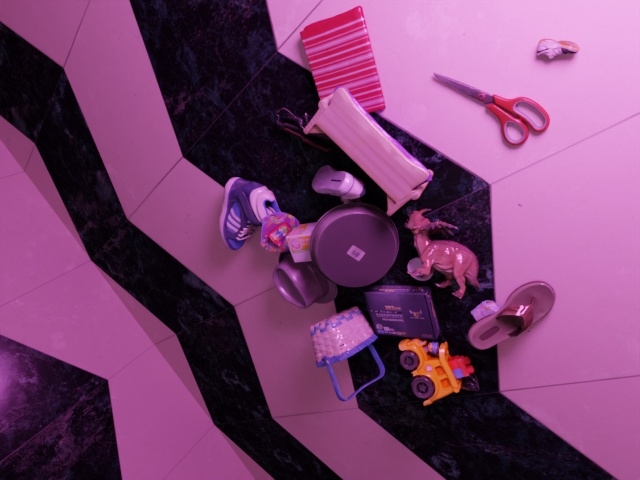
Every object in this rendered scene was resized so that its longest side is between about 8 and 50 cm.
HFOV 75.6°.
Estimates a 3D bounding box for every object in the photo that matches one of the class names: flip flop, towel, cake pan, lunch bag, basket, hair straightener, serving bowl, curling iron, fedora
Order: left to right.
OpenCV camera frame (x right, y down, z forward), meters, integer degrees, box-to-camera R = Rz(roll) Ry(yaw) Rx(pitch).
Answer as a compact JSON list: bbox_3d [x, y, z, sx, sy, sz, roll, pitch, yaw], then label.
[{"bbox_3d":[-0.080,0.164,1.579,0.244,0.124,0.275,-28,99,48],"label":"fedora"},{"bbox_3d":[-0.054,-0.369,1.315,0.231,0.047,0.088,32,130,21],"label":"hair straightener"},{"bbox_3d":[0.064,-0.487,1.165,0.199,0.031,0.274,-3,116,34],"label":"towel"},{"bbox_3d":[0.107,0.410,1.528,0.201,0.255,0.288,-37,74,41],"label":"basket"},{"bbox_3d":[0.111,0.026,1.314,0.294,0.054,0.292,-1,110,-3],"label":"cake pan"},{"bbox_3d":[0.325,0.087,1.327,0.084,0.027,0.083,17,124,27],"label":"serving bowl"},{"bbox_3d":[0.433,0.480,1.484,0.274,0.035,0.068,6,101,37],"label":"curling iron"},{"bbox_3d":[0.515,0.222,1.259,0.083,0.053,0.071,31,131,1],"label":"lunch bag"},{"bbox_3d":[0.546,0.225,1.175,0.277,0.080,0.112,-39,92,15],"label":"flip flop"}]

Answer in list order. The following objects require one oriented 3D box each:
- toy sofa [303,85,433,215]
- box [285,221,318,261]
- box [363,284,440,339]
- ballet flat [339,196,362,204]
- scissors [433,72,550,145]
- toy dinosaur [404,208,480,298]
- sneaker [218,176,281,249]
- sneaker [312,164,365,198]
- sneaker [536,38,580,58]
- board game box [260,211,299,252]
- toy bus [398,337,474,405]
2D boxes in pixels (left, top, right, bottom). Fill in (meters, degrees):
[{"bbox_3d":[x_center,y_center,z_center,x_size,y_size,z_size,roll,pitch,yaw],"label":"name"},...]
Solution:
[{"bbox_3d":[0.150,-0.263,1.139,0.362,0.150,0.177,44,133,-2],"label":"toy sofa"},{"bbox_3d":[0.000,0.000,1.429,0.203,0.114,0.103,-6,113,31],"label":"box"},{"bbox_3d":[0.282,0.245,1.430,0.233,0.059,0.183,-3,113,35],"label":"box"},{"bbox_3d":[0.117,-0.088,1.343,0.070,0.070,0.188,-25,101,41],"label":"ballet flat"},{"bbox_3d":[0.418,-0.353,1.009,0.297,0.021,0.109,45,135,6],"label":"scissors"},{"bbox_3d":[0.374,0.041,1.214,0.296,0.127,0.200,26,94,0],"label":"toy dinosaur"},{"bbox_3d":[-0.258,-0.067,1.569,0.237,0.130,0.322,25,123,26],"label":"sneaker"},{"bbox_3d":[0.051,-0.169,1.276,0.091,0.258,0.094,29,94,-26],"label":"sneaker"},{"bbox_3d":[0.516,-0.414,0.899,0.083,0.032,0.036,25,142,27],"label":"sneaker"},{"bbox_3d":[-0.147,-0.020,1.501,0.134,0.033,0.168,4,119,-10],"label":"board game box"},{"bbox_3d":[0.396,0.416,1.398,0.212,0.150,0.220,-29,79,23],"label":"toy bus"}]
